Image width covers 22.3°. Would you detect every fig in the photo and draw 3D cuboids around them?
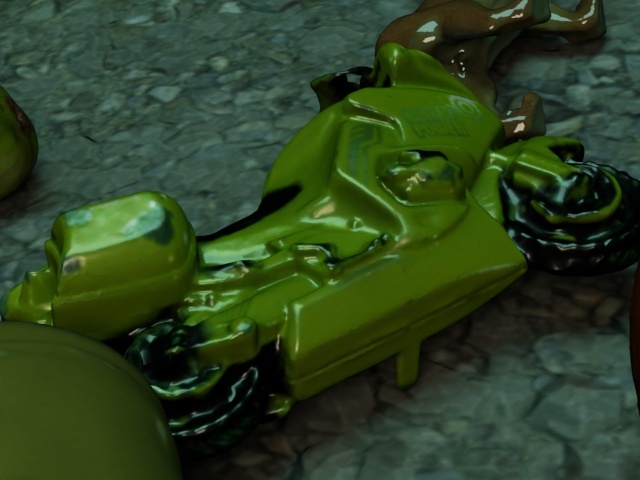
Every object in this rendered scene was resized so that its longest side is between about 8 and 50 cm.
[{"bbox_3d":[-0.270,-0.058,1.058,0.166,0.093,0.093,-9,34,2],"label":"fig"}]

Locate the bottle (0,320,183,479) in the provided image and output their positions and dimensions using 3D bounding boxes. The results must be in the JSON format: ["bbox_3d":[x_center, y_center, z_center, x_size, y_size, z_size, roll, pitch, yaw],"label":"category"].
[{"bbox_3d":[-0.103,0.191,0.587,0.171,0.171,0.351,-15,35,-9],"label":"bottle"}]

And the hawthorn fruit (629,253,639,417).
[{"bbox_3d":[0.253,0.026,0.679,0.277,0.277,0.298,-16,13,-10],"label":"hawthorn fruit"}]

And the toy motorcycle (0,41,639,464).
[{"bbox_3d":[0.000,-0.002,0.870,0.342,0.142,0.206,-23,36,-23],"label":"toy motorcycle"}]

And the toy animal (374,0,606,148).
[{"bbox_3d":[0.110,-0.157,1.128,0.157,0.097,0.312,-2,35,31],"label":"toy animal"}]
